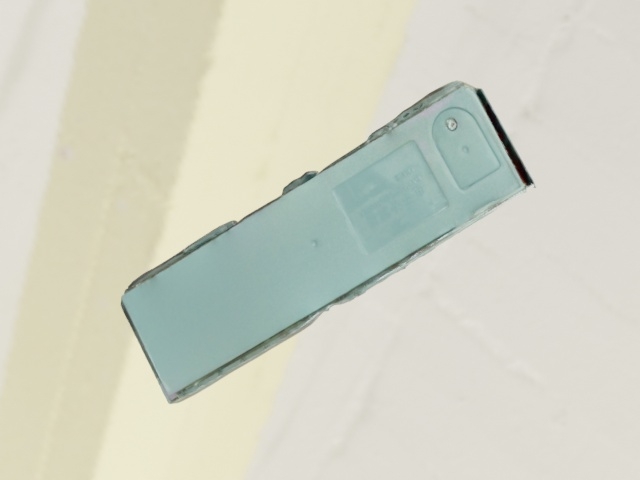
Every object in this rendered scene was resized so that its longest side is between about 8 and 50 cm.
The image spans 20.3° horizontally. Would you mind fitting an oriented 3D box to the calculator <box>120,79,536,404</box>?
[{"bbox_3d":[0.000,0.000,0.708,0.172,0.018,0.057,-32,-110,11],"label":"calculator"}]
